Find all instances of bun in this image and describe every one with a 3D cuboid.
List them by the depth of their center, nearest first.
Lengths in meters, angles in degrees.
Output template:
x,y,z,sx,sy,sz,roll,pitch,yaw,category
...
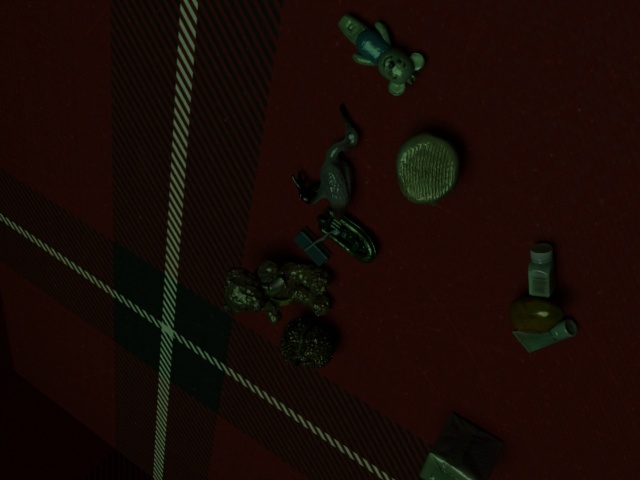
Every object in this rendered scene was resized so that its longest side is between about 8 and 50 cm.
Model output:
x,y,z,sx,sy,sz,roll,pitch,yaw,category
0.262,-0.177,1.617,0.166,0.113,0.173,34,110,7,bun

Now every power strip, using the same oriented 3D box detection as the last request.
x,y,z,sx,sy,sz,roll,pitch,yaw,category
-0.023,0.021,2.016,0.123,0.032,0.056,47,135,1,power strip

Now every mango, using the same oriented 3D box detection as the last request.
x,y,z,sx,sy,sz,roll,pitch,yaw,category
0.530,0.184,1.644,0.115,0.089,0.165,20,166,8,mango

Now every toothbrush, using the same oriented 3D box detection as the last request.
x,y,z,sx,sy,sz,roll,pitch,yaw,category
0.000,0.000,1.938,0.019,0.013,0.193,47,143,-11,toothbrush

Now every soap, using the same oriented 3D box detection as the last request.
x,y,z,sx,sy,sz,roll,pitch,yaw,category
0.425,0.660,1.990,0.182,0.199,0.138,27,128,19,soap

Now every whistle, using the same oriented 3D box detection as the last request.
x,y,z,sx,sy,sz,roll,pitch,yaw,category
0.134,-0.451,1.562,0.235,0.077,0.114,44,116,9,whistle

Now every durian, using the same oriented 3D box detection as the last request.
x,y,z,sx,sy,sz,roll,pitch,yaw,category
-0.043,0.342,2.133,0.196,0.196,0.167,13,131,30,durian

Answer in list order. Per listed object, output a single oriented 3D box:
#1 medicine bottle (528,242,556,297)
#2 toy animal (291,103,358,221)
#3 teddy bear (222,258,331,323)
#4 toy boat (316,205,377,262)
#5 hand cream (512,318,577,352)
x,y,z,sx,sy,sz,roll,pitch,yaw,category
0.538,0.070,1.602,0.055,0.074,0.118,7,121,34,medicine bottle
0.036,-0.184,1.797,0.195,0.090,0.324,49,134,13,toy animal
-0.136,0.162,2.055,0.296,0.222,0.246,24,136,26,teddy bear
0.079,-0.013,1.903,0.210,0.052,0.104,40,132,14,toy boat
0.581,0.245,1.714,0.076,0.047,0.174,50,143,-3,hand cream
